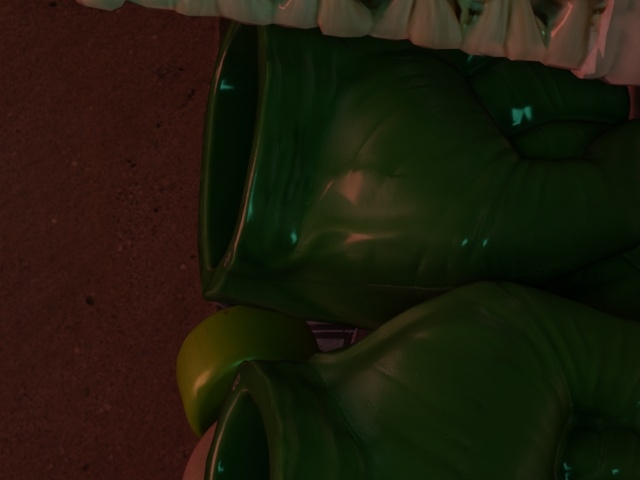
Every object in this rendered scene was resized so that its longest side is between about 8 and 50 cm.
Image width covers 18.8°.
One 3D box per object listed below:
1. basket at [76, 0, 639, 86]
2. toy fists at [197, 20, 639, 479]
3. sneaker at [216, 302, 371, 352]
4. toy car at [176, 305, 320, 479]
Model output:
[{"bbox_3d":[-0.009,-0.262,0.560,0.331,0.266,0.328,-99,13,-53],"label":"basket"},{"bbox_3d":[0.045,0.029,0.550,0.096,0.142,0.279,116,158,-43],"label":"toy fists"},{"bbox_3d":[0.000,0.000,1.030,0.104,0.125,0.262,103,168,-58],"label":"sneaker"},{"bbox_3d":[0.034,0.130,0.675,0.155,0.149,0.188,-110,9,-47],"label":"toy car"}]
